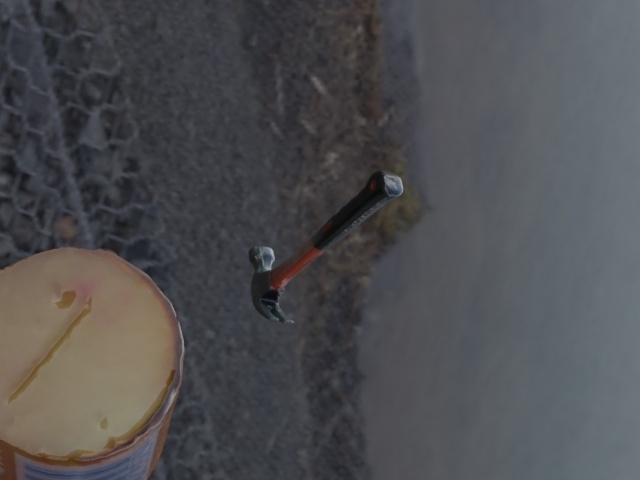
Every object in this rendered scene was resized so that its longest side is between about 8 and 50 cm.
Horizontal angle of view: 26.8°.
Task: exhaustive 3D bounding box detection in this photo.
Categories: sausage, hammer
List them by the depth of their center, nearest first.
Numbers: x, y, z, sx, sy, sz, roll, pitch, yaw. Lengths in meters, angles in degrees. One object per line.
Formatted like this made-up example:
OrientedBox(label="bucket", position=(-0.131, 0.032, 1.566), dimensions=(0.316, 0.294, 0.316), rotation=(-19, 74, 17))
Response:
OrientedBox(label="sausage", position=(-0.269, 0.164, 1.448), dimensions=(0.233, 0.233, 0.287), rotation=(-56, 175, -24))
OrientedBox(label="hammer", position=(0.001, 0.000, 1.500), dimensions=(0.033, 0.287, 0.111), rotation=(12, 56, -29))
